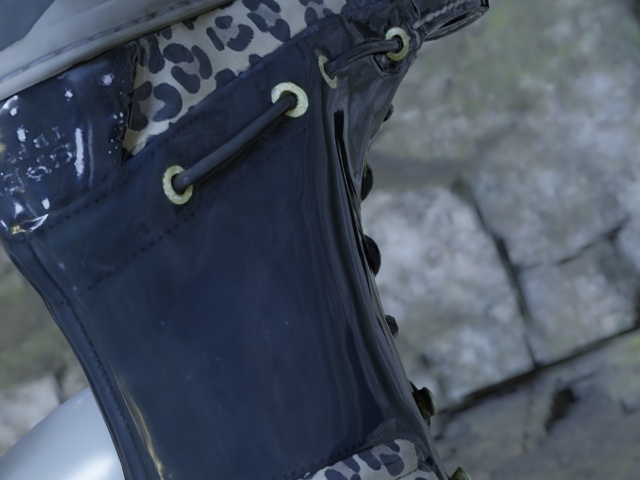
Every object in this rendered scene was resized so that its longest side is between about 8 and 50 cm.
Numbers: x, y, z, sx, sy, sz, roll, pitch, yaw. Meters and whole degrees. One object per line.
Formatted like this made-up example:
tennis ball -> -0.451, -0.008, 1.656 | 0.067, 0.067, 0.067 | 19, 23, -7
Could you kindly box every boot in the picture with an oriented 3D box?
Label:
boot -> -0.002, 0.001, 0.539 | 0.085, 0.178, 0.236 | -23, 0, 36

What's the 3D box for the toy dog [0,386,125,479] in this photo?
toy dog -> -0.158, 0.209, 0.670 | 0.220, 0.161, 0.333 | 8, -55, -52
